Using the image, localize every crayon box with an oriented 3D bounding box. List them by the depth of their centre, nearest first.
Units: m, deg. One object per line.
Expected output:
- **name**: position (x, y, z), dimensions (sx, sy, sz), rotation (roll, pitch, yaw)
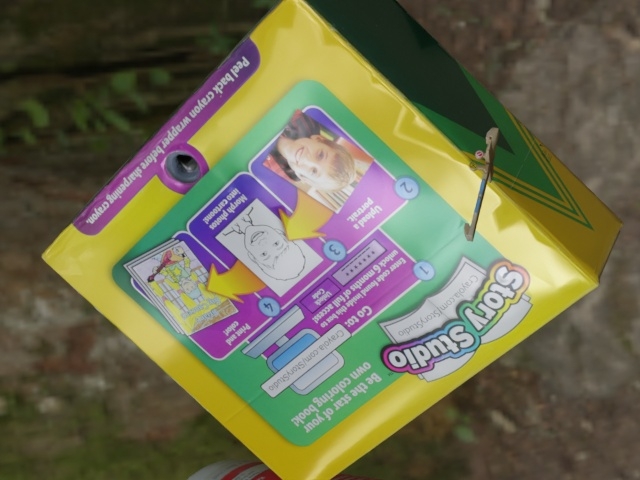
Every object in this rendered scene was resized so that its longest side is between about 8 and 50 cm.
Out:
- **crayon box**: position (0.000, 0.000, 1.207), dimensions (0.313, 0.106, 0.363), rotation (43, 126, -8)

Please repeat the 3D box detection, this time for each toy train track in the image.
- **toy train track**: position (0.106, -0.039, 1.017), dimensions (0.048, 0.014, 0.083), rotation (72, -149, -64)

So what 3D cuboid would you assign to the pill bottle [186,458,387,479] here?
- **pill bottle**: position (0.044, 0.351, 1.492), dimensions (0.408, 0.229, 0.229), rotation (1, 96, 38)
